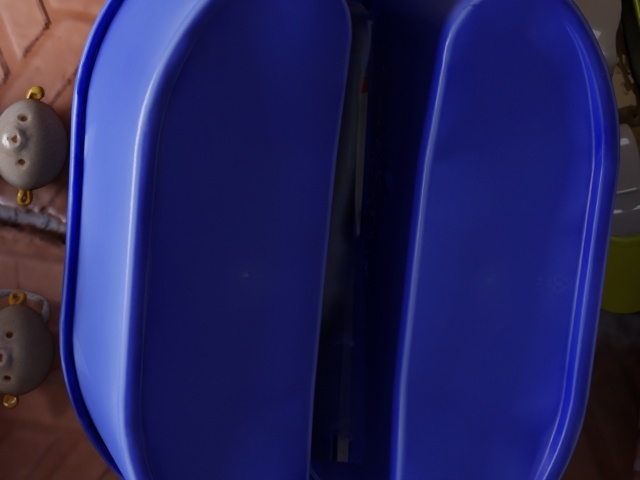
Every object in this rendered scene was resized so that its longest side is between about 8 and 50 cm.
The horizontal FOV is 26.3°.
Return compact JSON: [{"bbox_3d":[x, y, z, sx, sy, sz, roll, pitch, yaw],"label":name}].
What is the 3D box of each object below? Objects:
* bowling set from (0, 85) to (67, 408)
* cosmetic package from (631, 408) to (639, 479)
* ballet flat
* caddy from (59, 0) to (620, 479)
[{"bbox_3d":[-0.216,0.056,0.665,0.154,0.200,0.286,3,94,-3],"label":"bowling set"},{"bbox_3d":[0.236,0.210,0.667,0.129,0.153,0.296,7,89,-38],"label":"cosmetic package"},{"bbox_3d":[0.145,-0.073,0.720,0.077,0.077,0.230,-10,91,-1],"label":"ballet flat"},{"bbox_3d":[0.000,0.000,0.670,0.241,0.179,0.341,3,101,-16],"label":"caddy"}]
